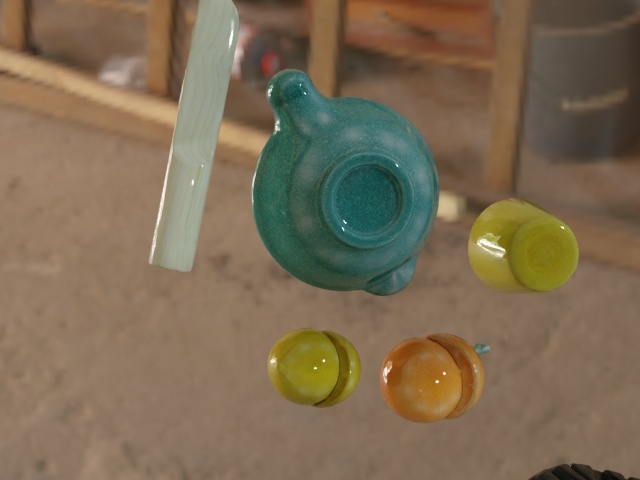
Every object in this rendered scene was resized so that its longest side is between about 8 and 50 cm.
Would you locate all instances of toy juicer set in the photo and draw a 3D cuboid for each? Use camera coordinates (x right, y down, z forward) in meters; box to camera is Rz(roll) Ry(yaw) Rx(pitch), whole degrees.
[{"bbox_3d":[0.000,0.000,1.237,0.209,0.329,0.089,-59,17,-3],"label":"toy juicer set"}]

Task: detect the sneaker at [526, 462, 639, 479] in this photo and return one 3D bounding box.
[{"bbox_3d":[0.141,0.180,0.859,0.283,0.124,0.107,4,41,-54],"label":"sneaker"}]
